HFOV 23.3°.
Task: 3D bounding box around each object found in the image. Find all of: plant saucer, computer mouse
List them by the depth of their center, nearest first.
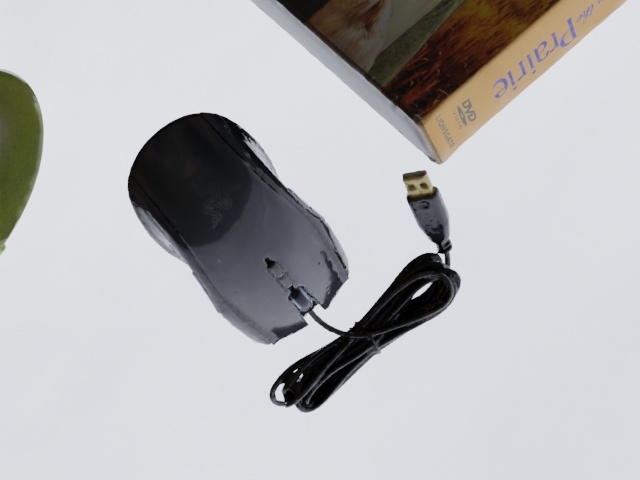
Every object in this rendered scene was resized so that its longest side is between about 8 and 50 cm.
[{"bbox_3d":[0.000,0.000,1.060,0.184,0.262,0.060,-36,-145,-5],"label":"computer mouse"},{"bbox_3d":[-0.341,-0.052,1.337,0.241,0.037,0.241,-18,-123,29],"label":"plant saucer"}]

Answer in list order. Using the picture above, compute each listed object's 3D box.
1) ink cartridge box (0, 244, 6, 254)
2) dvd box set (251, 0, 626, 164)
[{"bbox_3d":[-0.466,0.037,1.558,0.255,0.097,0.189,-51,-120,10],"label":"ink cartridge box"},{"bbox_3d":[0.142,-0.286,1.163,0.420,0.062,0.307,-40,-124,-5],"label":"dvd box set"}]
